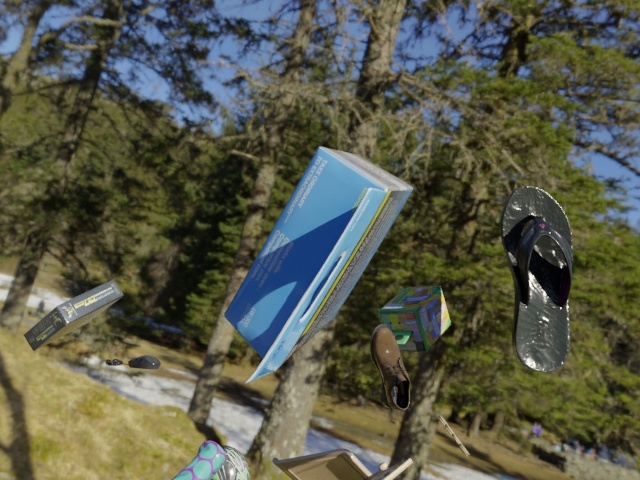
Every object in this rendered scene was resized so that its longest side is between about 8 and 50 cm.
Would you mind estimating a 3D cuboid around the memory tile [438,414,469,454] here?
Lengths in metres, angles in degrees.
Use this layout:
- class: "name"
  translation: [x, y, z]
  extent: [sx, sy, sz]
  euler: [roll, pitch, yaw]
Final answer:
- class: "memory tile"
  translation: [0.448, 0.658, 1.955]
  extent: [0.148, 0.012, 0.113]
  euler: [53, 1, 28]

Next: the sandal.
- class: "sandal"
  translation: [0.531, 0.084, 1.370]
  extent: [0.167, 0.446, 0.107]
  euler: [-3, -7, -2]

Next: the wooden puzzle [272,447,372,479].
- class: "wooden puzzle"
  translation: [0.029, 0.590, 1.465]
  extent: [0.238, 0.044, 0.221]
  euler: [-17, -53, 29]

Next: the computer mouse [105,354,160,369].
- class: "computer mouse"
  translation: [-0.595, 0.380, 1.833]
  extent: [0.242, 0.041, 0.071]
  euler: [-4, -12, 31]

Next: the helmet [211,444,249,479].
- class: "helmet"
  translation: [-0.315, 0.770, 1.923]
  extent: [0.169, 0.162, 0.169]
  euler: [27, 24, -13]

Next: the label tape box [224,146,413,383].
- class: "label tape box"
  translation: [-0.005, 0.012, 0.751]
  extent: [0.115, 0.249, 0.347]
  euler: [33, 13, 12]

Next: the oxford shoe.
- class: "oxford shoe"
  translation: [0.189, 0.325, 1.487]
  extent: [0.082, 0.227, 0.096]
  euler: [-17, 4, -21]

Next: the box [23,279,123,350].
- class: "box"
  translation: [-0.668, 0.202, 1.572]
  extent: [0.232, 0.059, 0.183]
  euler: [-32, -1, 37]

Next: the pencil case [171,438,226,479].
- class: "pencil case"
  translation: [-0.267, 0.491, 1.213]
  extent: [0.070, 0.065, 0.151]
  euler: [26, 39, 22]

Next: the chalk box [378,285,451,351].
- class: "chalk box"
  translation: [0.261, 0.234, 1.674]
  extent: [0.132, 0.132, 0.213]
  euler: [-7, 16, 40]

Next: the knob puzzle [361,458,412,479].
- class: "knob puzzle"
  translation: [0.062, 0.478, 1.120]
  extent: [0.213, 0.030, 0.213]
  euler: [-28, -15, -8]
